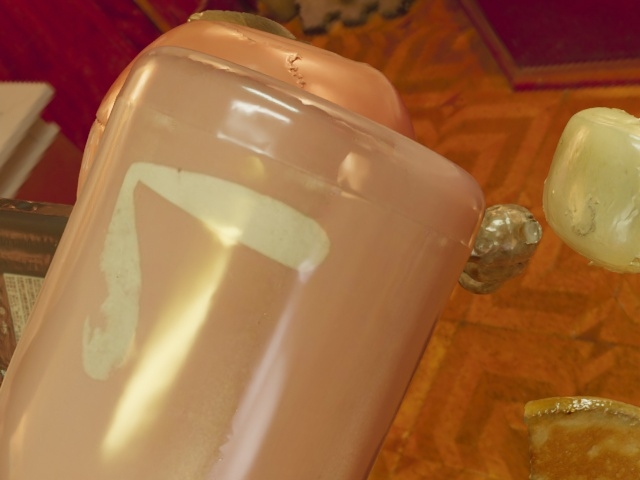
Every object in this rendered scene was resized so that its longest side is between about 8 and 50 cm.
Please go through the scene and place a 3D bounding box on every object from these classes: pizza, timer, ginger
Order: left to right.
[{"bbox_3d":[-0.048,-0.032,0.702,0.230,0.230,0.214,32,109,51],"label":"timer"},{"bbox_3d":[0.208,0.013,1.253,0.104,0.204,0.080,-16,75,-3],"label":"ginger"},{"bbox_3d":[0.305,0.239,1.118,0.181,0.262,0.034,5,53,9],"label":"pizza"}]

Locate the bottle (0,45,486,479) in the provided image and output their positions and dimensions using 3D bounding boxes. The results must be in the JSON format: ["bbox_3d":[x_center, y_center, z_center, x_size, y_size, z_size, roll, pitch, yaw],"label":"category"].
[{"bbox_3d":[-0.052,0.081,0.450,0.206,0.173,0.296,27,92,60],"label":"bottle"}]

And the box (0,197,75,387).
[{"bbox_3d":[-0.333,0.093,1.262,0.289,0.290,0.073,6,23,25],"label":"box"}]

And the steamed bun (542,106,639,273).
[{"bbox_3d":[0.437,-0.079,1.555,0.232,0.166,0.273,-65,23,16],"label":"steamed bun"}]

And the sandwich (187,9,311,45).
[{"bbox_3d":[-0.093,-0.191,1.301,0.109,0.292,0.212,55,136,22],"label":"sandwich"}]
